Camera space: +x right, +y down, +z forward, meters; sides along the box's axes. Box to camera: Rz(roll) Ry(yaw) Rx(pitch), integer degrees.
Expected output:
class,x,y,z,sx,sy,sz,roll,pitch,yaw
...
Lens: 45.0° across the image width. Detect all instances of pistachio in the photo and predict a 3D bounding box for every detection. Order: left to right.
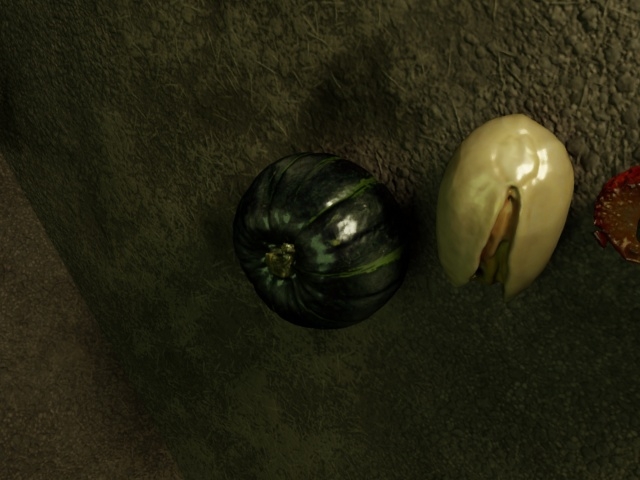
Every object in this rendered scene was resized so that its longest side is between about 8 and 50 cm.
class,x,y,z,sx,sy,sz,roll,pitch,yaw
pistachio,0.264,-0.047,1.149,0.187,0.187,0.299,33,138,25

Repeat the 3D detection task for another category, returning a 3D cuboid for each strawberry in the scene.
class,x,y,z,sx,sy,sz,roll,pitch,yaw
strawberry,0.442,-0.035,1.037,0.145,0.086,0.145,24,128,34

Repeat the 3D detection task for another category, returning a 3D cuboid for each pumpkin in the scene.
class,x,y,z,sx,sy,sz,roll,pitch,yaw
pumpkin,0.000,0.000,1.356,0.323,0.241,0.323,29,136,32

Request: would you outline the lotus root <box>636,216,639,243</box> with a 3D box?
class,x,y,z,sx,sy,sz,roll,pitch,yaw
lotus root,0.432,-0.011,0.755,0.241,0.123,0.124,8,128,45
